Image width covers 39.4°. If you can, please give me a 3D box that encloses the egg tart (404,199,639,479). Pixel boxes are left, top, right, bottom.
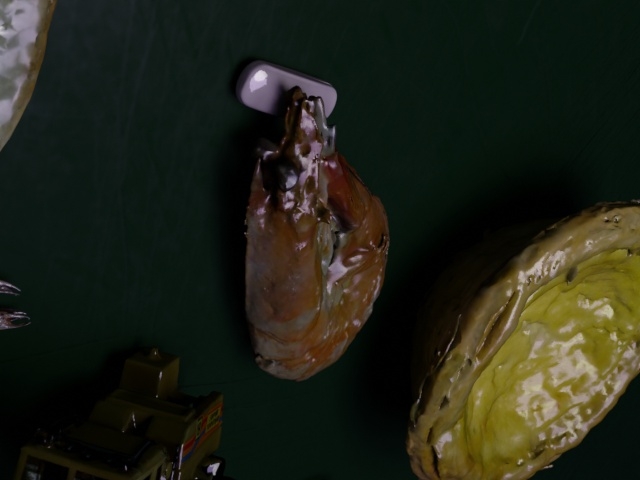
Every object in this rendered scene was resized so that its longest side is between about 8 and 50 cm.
[{"bbox_3d":[0.196,0.096,0.878,0.345,0.132,0.345,-24,133,-28],"label":"egg tart"}]

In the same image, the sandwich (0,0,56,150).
[{"bbox_3d":[-0.222,-0.154,0.333,0.273,0.095,0.249,3,122,-44],"label":"sandwich"}]

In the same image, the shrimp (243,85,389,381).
[{"bbox_3d":[-0.001,-0.001,0.680,0.154,0.062,0.294,-38,148,-26],"label":"shrimp"}]

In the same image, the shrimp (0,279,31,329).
[{"bbox_3d":[-0.221,0.041,0.542,0.092,0.029,0.038,-6,117,-46],"label":"shrimp"}]

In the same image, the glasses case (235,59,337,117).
[{"bbox_3d":[-0.022,-0.100,0.610,0.083,0.021,0.032,7,116,-45],"label":"glasses case"}]

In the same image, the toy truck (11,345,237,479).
[{"bbox_3d":[-0.136,0.162,0.565,0.257,0.127,0.127,-42,145,-73],"label":"toy truck"}]
